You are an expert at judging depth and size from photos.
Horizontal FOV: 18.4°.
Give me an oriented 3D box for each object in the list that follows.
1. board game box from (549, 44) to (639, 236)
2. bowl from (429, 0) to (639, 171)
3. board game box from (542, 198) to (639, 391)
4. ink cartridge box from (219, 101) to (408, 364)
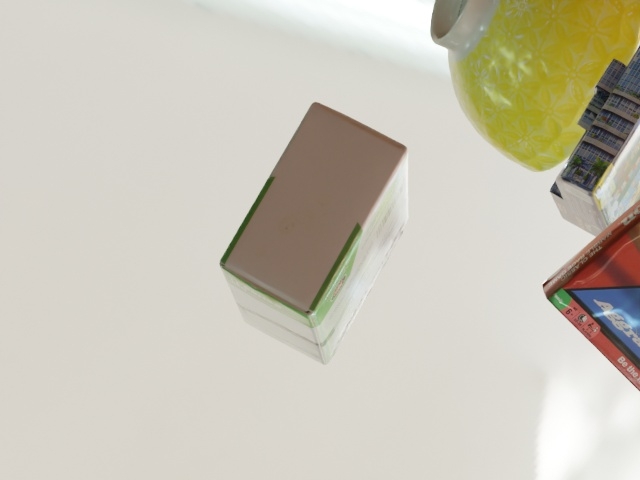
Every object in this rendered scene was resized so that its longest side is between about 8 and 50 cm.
[{"bbox_3d":[0.271,-0.110,1.700,0.060,0.194,0.194,30,175,18],"label":"board game box"},{"bbox_3d":[0.208,-0.231,2.054,0.156,0.289,0.289,20,-155,-17],"label":"bowl"},{"bbox_3d":[0.270,0.074,1.096,0.281,0.145,0.027,43,-166,-17],"label":"board game box"},{"bbox_3d":[0.000,0.000,1.565,0.087,0.153,0.208,28,168,10],"label":"ink cartridge box"}]
